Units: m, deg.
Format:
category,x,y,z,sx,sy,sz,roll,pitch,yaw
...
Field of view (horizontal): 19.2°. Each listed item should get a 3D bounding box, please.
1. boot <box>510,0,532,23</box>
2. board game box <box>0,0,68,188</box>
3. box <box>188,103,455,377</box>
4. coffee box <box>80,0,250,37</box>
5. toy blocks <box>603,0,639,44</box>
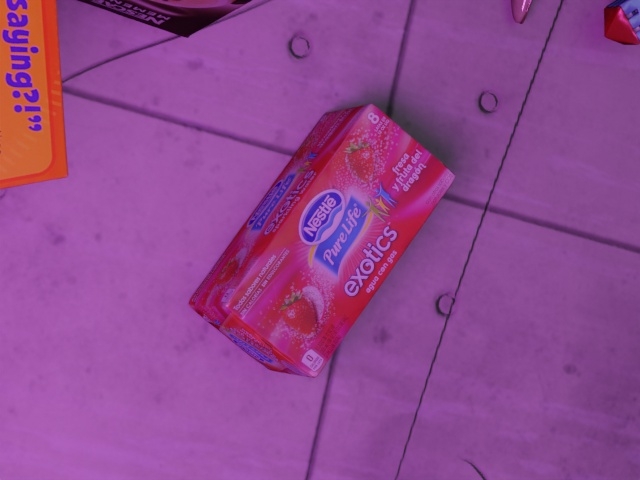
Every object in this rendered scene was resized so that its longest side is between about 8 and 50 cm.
category,x,y,z,sx,sy,sz,roll,pitch,yaw
boot,0.191,-0.299,2.021,0.087,0.042,0.118,14,83,-14
board game box,-0.434,-0.247,1.538,0.356,0.356,0.357,-11,120,-21
box,0.000,0.000,1.890,0.122,0.128,0.257,39,76,-16
coffee box,-0.137,-0.290,1.750,0.168,0.297,0.119,16,80,-20
toy blocks,0.347,-0.389,2.025,0.261,0.191,0.381,-32,101,-8
